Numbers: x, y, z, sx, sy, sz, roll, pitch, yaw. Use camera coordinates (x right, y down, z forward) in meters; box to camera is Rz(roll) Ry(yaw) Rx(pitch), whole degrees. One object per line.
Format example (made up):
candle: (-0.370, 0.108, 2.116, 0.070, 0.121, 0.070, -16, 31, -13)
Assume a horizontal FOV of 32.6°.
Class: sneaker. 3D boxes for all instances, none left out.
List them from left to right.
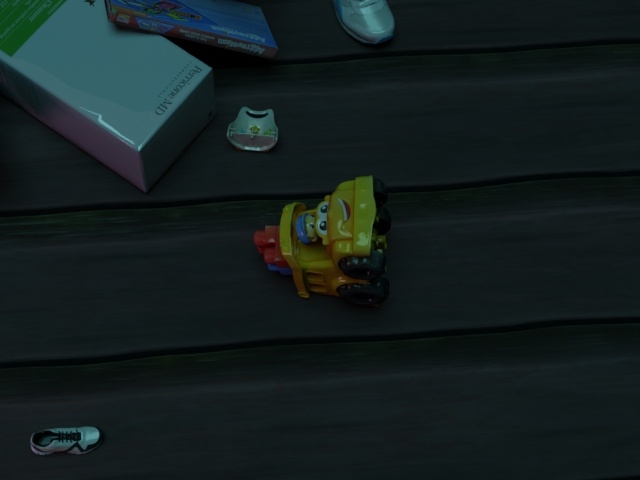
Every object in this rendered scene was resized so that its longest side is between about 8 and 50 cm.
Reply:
sneaker: (-0.376, 0.295, 1.618, 0.109, 0.044, 0.040, -8, 67, -6)
sneaker: (0.059, -0.440, 1.883, 0.087, 0.092, 0.229, -24, 72, -12)

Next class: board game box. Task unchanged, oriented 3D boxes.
board game box: (-0.215, -0.370, 1.791, 0.281, 0.027, 0.145, 9, 35, -25)

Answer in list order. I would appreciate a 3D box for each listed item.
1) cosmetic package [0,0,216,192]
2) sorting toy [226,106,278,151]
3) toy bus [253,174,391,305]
cosmetic package: (-0.370, -0.269, 1.777, 0.365, 0.155, 0.197, 32, 68, 11)
sorting toy: (-0.108, -0.189, 1.813, 0.083, 0.045, 0.075, 6, 62, 1)
toy bus: (0.000, 0.000, 1.652, 0.211, 0.220, 0.150, 2, 66, 6)
